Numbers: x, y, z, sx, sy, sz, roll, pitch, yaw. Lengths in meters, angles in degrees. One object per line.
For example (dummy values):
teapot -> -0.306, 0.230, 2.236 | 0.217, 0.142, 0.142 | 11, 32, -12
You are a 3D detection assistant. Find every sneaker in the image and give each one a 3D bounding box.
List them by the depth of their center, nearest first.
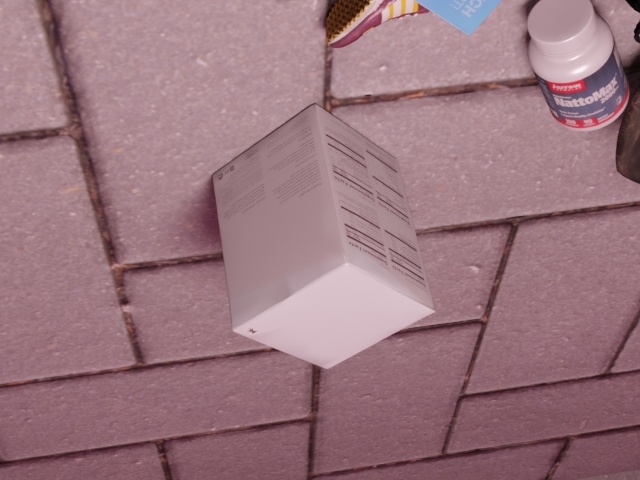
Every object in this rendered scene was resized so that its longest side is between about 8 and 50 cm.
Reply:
sneaker -> 0.086, -0.279, 1.175 | 0.083, 0.070, 0.185 | 25, 133, -33

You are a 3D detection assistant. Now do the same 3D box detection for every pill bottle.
pill bottle -> 0.326, -0.230, 1.285 | 0.108, 0.108, 0.180 | -22, 144, 16

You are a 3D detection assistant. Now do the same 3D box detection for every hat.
hat -> 0.473, -0.153, 1.340 | 0.133, 0.331, 0.331 | 18, 150, 16

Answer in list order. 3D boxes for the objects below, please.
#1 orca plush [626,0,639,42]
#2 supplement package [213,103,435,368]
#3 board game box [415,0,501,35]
orca plush -> 0.396, -0.280, 1.163 | 0.151, 0.102, 0.287 | 17, -178, 41
supplement package -> 0.000, 0.000, 1.382 | 0.199, 0.263, 0.198 | -32, 141, 28
board game box -> 0.151, -0.383, 0.979 | 0.242, 0.064, 0.316 | 27, 131, -19
